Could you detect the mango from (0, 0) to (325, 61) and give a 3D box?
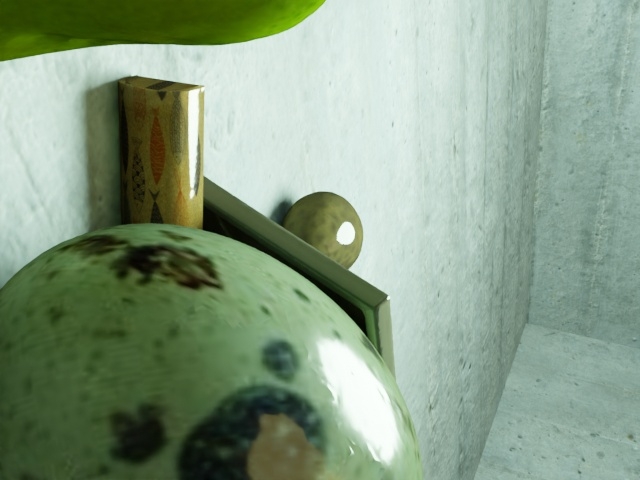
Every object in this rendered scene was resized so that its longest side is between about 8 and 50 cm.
[{"bbox_3d":[-0.124,-0.165,0.367,0.149,0.272,0.186,-65,149,-55],"label":"mango"}]

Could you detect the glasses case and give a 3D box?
[{"bbox_3d":[-0.128,-0.040,0.713,0.041,0.064,0.170,-38,136,-59],"label":"glasses case"}]

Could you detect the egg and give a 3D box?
[{"bbox_3d":[-0.079,0.152,0.625,0.288,0.287,0.379,-65,147,-31],"label":"egg"}]

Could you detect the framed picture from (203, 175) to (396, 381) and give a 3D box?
[{"bbox_3d":[-0.021,0.109,0.834,0.022,0.247,0.335,-38,141,-26],"label":"framed picture"}]

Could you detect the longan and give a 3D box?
[{"bbox_3d":[0.000,0.000,1.027,0.113,0.092,0.113,12,90,-71],"label":"longan"}]
